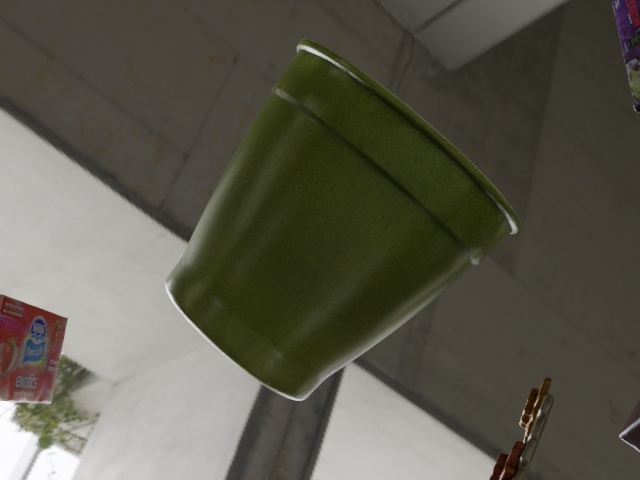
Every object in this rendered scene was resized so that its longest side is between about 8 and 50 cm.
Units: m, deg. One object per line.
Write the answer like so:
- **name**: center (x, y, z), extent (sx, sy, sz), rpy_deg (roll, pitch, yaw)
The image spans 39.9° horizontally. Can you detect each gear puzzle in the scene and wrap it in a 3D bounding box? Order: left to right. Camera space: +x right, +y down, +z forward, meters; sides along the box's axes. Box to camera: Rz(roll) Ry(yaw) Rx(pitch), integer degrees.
- **gear puzzle**: center (0.207, 0.257, 0.981), extent (0.044, 0.175, 0.339), rpy_deg (20, -143, 17)

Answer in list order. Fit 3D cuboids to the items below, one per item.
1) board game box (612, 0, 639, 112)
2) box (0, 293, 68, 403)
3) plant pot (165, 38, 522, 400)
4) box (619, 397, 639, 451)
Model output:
- **board game box**: center (0.522, -0.171, 1.128), extent (0.347, 0.056, 0.208), rpy_deg (25, -137, -23)
- **box**: center (-0.429, 0.138, 1.135), extent (0.123, 0.257, 0.128), rpy_deg (8, -101, 2)
- **plant pot**: center (0.000, 0.000, 1.129), extent (0.366, 0.366, 0.353), rpy_deg (40, -88, -22)
- **box**: center (0.502, 0.143, 0.914), extent (0.191, 0.381, 0.143), rpy_deg (36, -128, 11)
